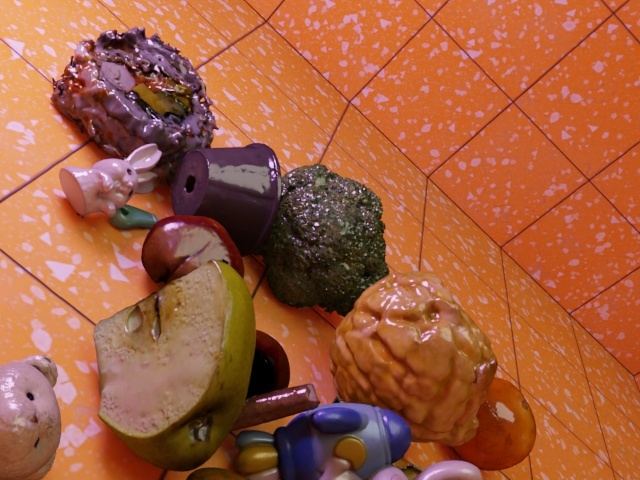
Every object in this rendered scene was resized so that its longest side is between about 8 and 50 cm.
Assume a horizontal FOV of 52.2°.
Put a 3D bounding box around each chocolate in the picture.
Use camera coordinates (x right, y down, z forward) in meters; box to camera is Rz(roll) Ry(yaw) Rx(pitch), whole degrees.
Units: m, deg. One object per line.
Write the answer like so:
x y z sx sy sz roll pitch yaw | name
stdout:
-0.137 0.243 1.230 0.176 0.177 0.177 35 29 -23 | chocolate

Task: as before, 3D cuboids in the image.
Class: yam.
-0.119 0.292 1.122 0.057 0.241 0.057 169 -90 -86 | yam

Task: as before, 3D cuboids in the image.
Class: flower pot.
-0.223 -0.107 1.442 0.166 0.269 0.269 16 40 -38 | flower pot

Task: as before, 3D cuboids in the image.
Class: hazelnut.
-0.253 0.043 1.312 0.212 0.181 0.181 47 55 1 | hazelnut

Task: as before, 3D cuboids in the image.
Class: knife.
-0.341 -0.032 1.415 0.260 0.034 0.063 14 41 -51 | knife

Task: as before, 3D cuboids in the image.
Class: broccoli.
0.004 -0.008 1.611 0.413 0.321 0.310 27 20 -4 | broccoli

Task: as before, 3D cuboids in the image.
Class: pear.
-0.207 0.218 1.038 0.176 0.286 0.282 46 19 -50 | pear

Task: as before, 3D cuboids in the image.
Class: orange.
0.431 0.470 1.673 0.240 0.240 0.240 35 29 -23 | orange

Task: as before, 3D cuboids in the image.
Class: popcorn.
0.193 0.270 1.422 0.390 0.354 0.344 50 12 -44 | popcorn

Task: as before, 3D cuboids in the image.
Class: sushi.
-0.409 -0.314 1.524 0.417 0.176 0.418 35 32 -25 | sushi

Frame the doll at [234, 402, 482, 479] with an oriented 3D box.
0.051 0.413 1.139 0.366 0.187 0.376 48 46 12 | doll

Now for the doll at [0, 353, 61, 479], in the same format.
-0.457 0.224 0.802 0.278 0.149 0.175 7 79 -35 | doll

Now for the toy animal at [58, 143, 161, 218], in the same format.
-0.387 -0.121 1.300 0.130 0.104 0.220 18 32 40 | toy animal

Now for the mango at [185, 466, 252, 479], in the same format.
-0.115 0.427 0.981 0.120 0.151 0.221 -52 123 -35 | mango

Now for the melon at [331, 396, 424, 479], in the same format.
0.103 0.456 1.317 0.265 0.129 0.169 35 -14 17 | melon
